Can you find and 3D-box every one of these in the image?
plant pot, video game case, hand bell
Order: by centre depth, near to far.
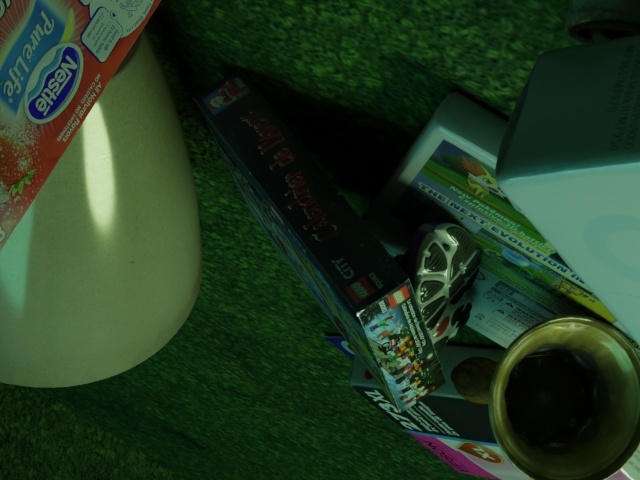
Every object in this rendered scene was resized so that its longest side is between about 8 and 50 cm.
[{"bbox_3d":[0.192,0.036,1.099,0.329,0.036,0.300,31,160,-1],"label":"video game case"},{"bbox_3d":[-0.208,-0.067,1.135,0.256,0.256,0.274,26,143,10],"label":"plant pot"},{"bbox_3d":[0.154,0.119,1.185,0.126,0.126,0.242,33,172,-10],"label":"hand bell"}]

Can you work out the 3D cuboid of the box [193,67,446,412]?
[{"bbox_3d":[0.000,0.000,1.091,0.233,0.044,0.159,52,172,33],"label":"box"}]

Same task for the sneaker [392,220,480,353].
[{"bbox_3d":[0.072,0.033,1.112,0.071,0.068,0.170,37,159,17],"label":"sneaker"}]

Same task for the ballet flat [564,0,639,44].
[{"bbox_3d":[0.201,-0.085,0.766,0.168,0.052,0.057,28,159,2],"label":"ballet flat"}]

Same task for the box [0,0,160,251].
[{"bbox_3d":[-0.208,-0.131,0.909,0.122,0.257,0.128,8,151,42],"label":"box"}]

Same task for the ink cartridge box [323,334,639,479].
[{"bbox_3d":[0.157,0.167,1.427,0.176,0.069,0.371,41,159,-29],"label":"ink cartridge box"}]

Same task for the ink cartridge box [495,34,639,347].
[{"bbox_3d":[0.323,0.010,0.702,0.385,0.091,0.308,-3,144,41],"label":"ink cartridge box"}]
